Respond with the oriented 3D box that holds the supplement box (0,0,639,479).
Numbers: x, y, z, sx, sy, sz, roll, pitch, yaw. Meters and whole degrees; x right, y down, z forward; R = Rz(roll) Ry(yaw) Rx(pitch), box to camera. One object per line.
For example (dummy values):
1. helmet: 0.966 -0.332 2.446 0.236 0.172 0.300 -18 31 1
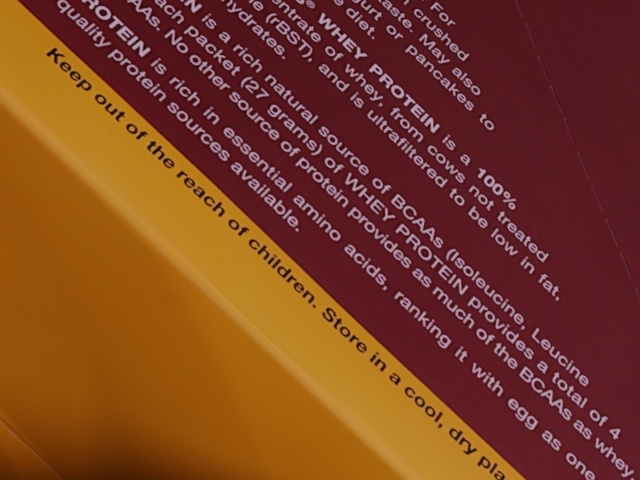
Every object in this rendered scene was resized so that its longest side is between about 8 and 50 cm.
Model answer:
1. supplement box: 0.000 0.000 0.437 0.191 0.129 0.194 43 43 -1
